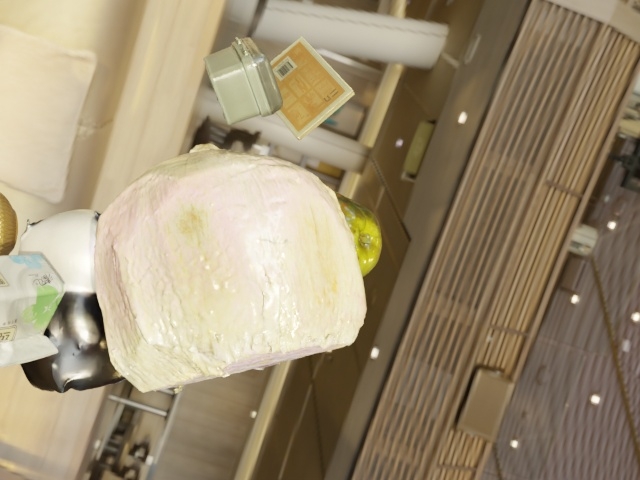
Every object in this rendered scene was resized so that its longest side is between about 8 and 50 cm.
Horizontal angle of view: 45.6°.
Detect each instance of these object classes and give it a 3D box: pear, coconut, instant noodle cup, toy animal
[{"bbox_3d":[0.000,0.000,1.783,0.321,0.269,0.269,-4,-116,51],"label":"pear"},{"bbox_3d":[-0.139,0.023,1.153,0.404,0.405,0.404,-161,-90,-84],"label":"coconut"},{"bbox_3d":[-0.867,-0.030,2.019,0.274,0.091,0.273,-5,-96,50],"label":"instant noodle cup"},{"bbox_3d":[-0.430,0.099,1.375,0.251,0.251,0.309,-160,-116,-84],"label":"toy animal"}]

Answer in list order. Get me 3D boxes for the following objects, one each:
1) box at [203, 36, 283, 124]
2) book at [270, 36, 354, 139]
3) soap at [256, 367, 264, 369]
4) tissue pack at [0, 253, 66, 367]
[{"bbox_3d":[-0.169,-0.343,1.628,0.210,0.129,0.147,-116,-174,-61],"label":"box"},{"bbox_3d":[-0.046,-0.364,1.799,0.170,0.241,0.018,-40,147,5],"label":"book"},{"bbox_3d":[-0.187,0.225,1.870,0.259,0.181,0.081,121,-19,-56],"label":"soap"},{"bbox_3d":[-0.492,0.123,1.088,0.229,0.145,0.159,-3,129,-59],"label":"tissue pack"}]
